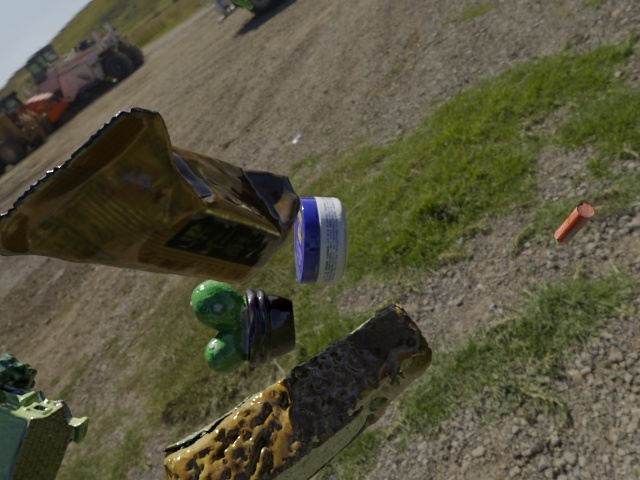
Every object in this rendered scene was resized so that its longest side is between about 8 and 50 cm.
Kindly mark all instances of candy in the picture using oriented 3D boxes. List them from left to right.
[{"bbox_3d":[-0.114,-0.027,0.452,0.143,0.271,0.101,-45,69,15],"label":"candy"}]

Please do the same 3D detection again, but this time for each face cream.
[{"bbox_3d":[0.000,0.000,1.303,0.111,0.206,0.206,-2,25,-10],"label":"face cream"}]

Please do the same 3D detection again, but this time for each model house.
[{"bbox_3d":[-0.540,0.335,1.026,0.214,0.189,0.195,144,146,-85],"label":"model house"}]

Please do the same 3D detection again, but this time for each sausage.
[{"bbox_3d":[0.495,-0.028,1.086,0.034,0.129,0.034,0,63,0],"label":"sausage"}]

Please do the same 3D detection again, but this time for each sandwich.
[{"bbox_3d":[-0.028,0.184,0.534,0.251,0.226,0.087,-28,62,-29],"label":"sandwich"}]

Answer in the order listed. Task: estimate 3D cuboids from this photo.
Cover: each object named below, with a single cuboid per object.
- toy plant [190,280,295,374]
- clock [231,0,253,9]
[{"bbox_3d":[-0.179,0.194,1.280,0.235,0.218,0.175,-3,-17,-12],"label":"toy plant"},{"bbox_3d":[-0.143,-0.591,0.977,0.255,0.220,0.106,-46,-12,22],"label":"clock"}]
